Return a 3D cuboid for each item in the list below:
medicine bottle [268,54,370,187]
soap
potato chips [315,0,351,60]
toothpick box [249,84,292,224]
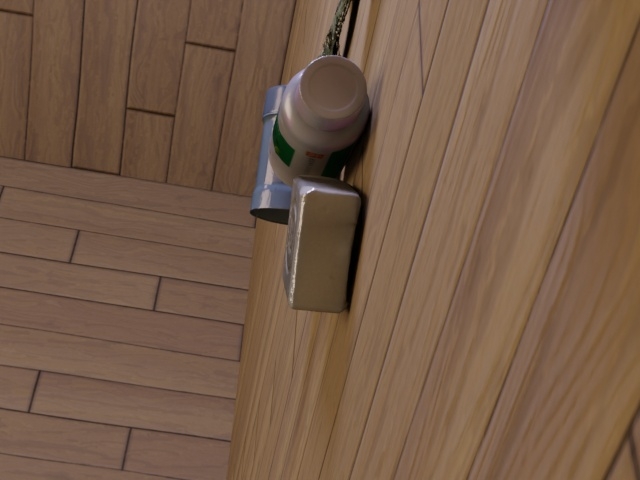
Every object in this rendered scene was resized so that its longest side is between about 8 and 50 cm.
[{"bbox_3d":[-0.001,-0.124,1.454,0.260,0.095,0.095,127,151,-77],"label":"medicine bottle"},{"bbox_3d":[0.000,0.000,1.380,0.183,0.064,0.121,-117,34,-83],"label":"soap"},{"bbox_3d":[0.033,-0.332,1.830,0.202,0.029,0.219,-168,89,-82],"label":"potato chips"},{"bbox_3d":[-0.026,-0.101,1.652,0.101,0.101,0.153,124,153,-79],"label":"toothpick box"}]
